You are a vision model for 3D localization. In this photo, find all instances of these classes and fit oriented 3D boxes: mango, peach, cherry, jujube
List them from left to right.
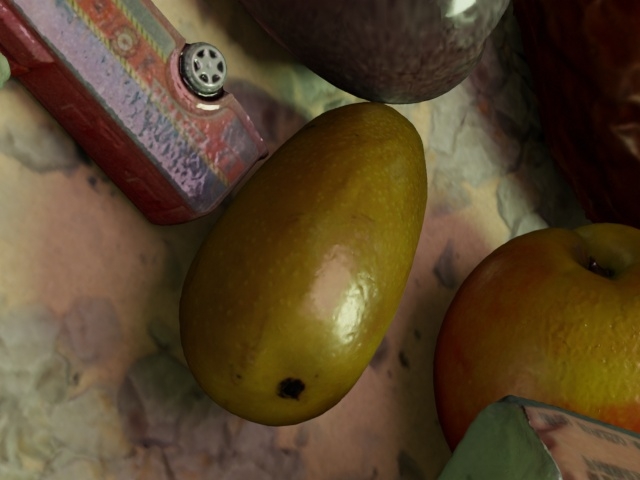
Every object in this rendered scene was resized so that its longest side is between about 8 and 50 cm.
[{"bbox_3d":[0.000,0.000,0.726,0.099,0.136,0.227,32,38,-1],"label":"mango"},{"bbox_3d":[0.030,-0.166,0.790,0.176,0.140,0.176,15,62,-29],"label":"cherry"},{"bbox_3d":[0.158,0.091,0.823,0.190,0.190,0.192,-13,111,-45],"label":"peach"},{"bbox_3d":[0.240,-0.094,0.942,0.197,0.197,0.290,-26,83,-45],"label":"jujube"}]

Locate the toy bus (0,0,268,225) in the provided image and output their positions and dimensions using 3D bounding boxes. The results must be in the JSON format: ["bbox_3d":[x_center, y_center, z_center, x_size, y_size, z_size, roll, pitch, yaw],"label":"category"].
[{"bbox_3d":[-0.109,-0.093,0.691,0.192,0.065,0.077,49,57,-23],"label":"toy bus"}]

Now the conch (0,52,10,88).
[{"bbox_3d":[-0.251,-0.077,0.408,0.319,0.215,0.303,-10,119,-37],"label":"conch"}]

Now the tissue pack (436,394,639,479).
[{"bbox_3d":[0.172,0.222,0.729,0.316,0.103,0.228,20,109,-28],"label":"tissue pack"}]
